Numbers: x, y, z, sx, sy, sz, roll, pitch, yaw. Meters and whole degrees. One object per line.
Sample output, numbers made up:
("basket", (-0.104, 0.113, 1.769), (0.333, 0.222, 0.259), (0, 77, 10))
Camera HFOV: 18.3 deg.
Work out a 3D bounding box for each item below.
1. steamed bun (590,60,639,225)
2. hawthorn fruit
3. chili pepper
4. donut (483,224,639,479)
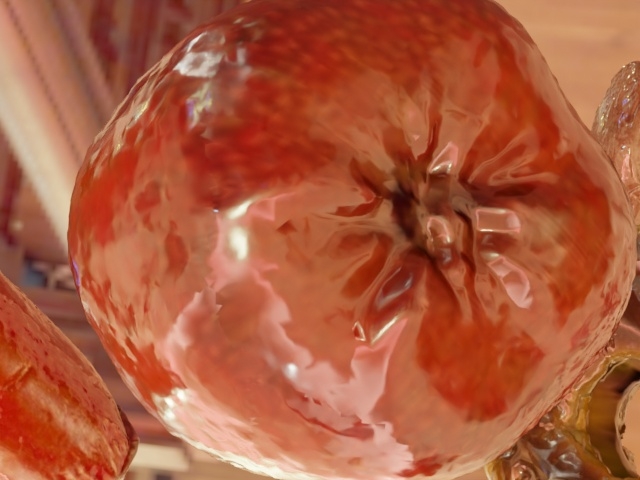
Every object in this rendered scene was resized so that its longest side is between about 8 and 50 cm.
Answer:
("steamed bun", (0.324, -0.078, 1.893), (0.145, 0.175, 0.106), (8, 180, -19))
("hawthorn fruit", (0.000, 0.000, 1.035), (0.299, 0.275, 0.275), (-13, 154, 44))
("chili pepper", (-0.350, 0.135, 1.886), (0.305, 0.229, 0.251), (50, 164, -29))
("donut", (0.280, 0.159, 1.648), (0.330, 0.330, 0.160), (-4, 160, 28))
